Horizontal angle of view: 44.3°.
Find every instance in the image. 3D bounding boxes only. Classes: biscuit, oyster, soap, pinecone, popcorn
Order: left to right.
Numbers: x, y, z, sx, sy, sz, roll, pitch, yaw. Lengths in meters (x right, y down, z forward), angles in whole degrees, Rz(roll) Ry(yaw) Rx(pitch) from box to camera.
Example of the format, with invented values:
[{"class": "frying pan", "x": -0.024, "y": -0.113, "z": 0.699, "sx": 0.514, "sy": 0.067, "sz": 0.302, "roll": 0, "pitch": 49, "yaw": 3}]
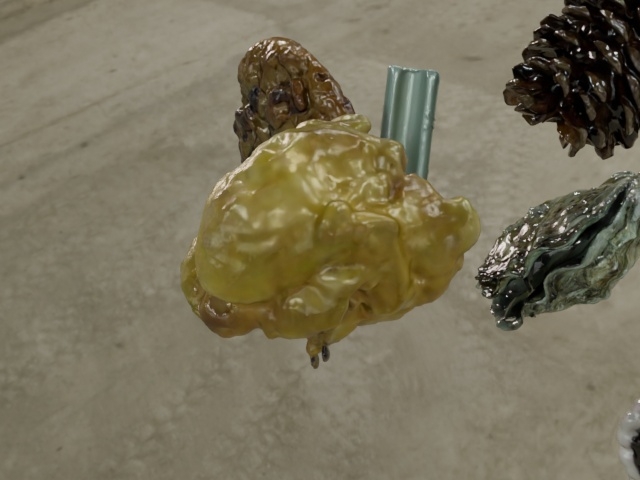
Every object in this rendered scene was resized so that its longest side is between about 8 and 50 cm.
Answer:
[{"class": "biscuit", "x": -0.032, "y": -0.085, "z": 0.979, "sx": 0.081, "sy": 0.334, "sz": 0.289, "roll": -23, "pitch": 27, "yaw": -22}, {"class": "popcorn", "x": -0.004, "y": -0.002, "z": 0.670, "sx": 0.254, "sy": 0.190, "sz": 0.191, "roll": -31, "pitch": 80, "yaw": 8}, {"class": "soap", "x": 0.105, "y": -0.114, "z": 0.983, "sx": 0.067, "sy": 0.198, "sz": 0.119, "roll": 6, "pitch": 10, "yaw": 6}, {"class": "oyster", "x": 0.319, "y": 0.006, "z": 0.980, "sx": 0.268, "sy": 0.112, "sz": 0.198, "roll": -33, "pitch": 14, "yaw": 14}, {"class": "pinecone", "x": 0.309, "y": -0.178, "z": 0.864, "sx": 0.184, "sy": 0.179, "sz": 0.204, "roll": 37, "pitch": 73, "yaw": 6}]

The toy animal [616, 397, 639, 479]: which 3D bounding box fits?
[{"class": "toy animal", "x": 0.497, "y": 0.239, "z": 1.003, "sx": 0.204, "sy": 0.156, "sz": 0.208, "roll": -18, "pitch": -10, "yaw": -39}]
